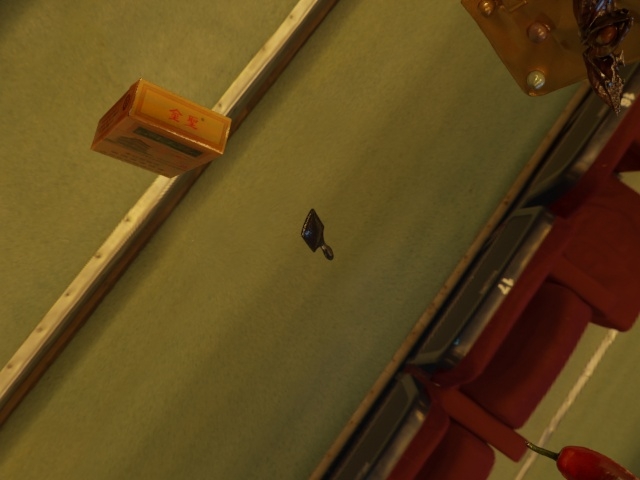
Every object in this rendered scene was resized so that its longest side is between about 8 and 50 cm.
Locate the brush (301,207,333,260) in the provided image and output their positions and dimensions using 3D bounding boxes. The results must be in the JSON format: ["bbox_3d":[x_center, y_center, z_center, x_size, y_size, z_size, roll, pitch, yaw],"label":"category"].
[{"bbox_3d":[0.000,0.000,1.142,0.016,0.193,0.063,16,73,21],"label":"brush"}]

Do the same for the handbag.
[{"bbox_3d":[0.448,-0.422,0.989,0.283,0.401,0.133,46,76,-16],"label":"handbag"}]

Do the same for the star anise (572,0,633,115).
[{"bbox_3d":[0.362,-0.278,0.720,0.053,0.157,0.212,-12,83,22],"label":"star anise"}]

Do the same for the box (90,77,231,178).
[{"bbox_3d":[-0.308,-0.198,1.046,0.174,0.274,0.076,18,76,-32],"label":"box"}]

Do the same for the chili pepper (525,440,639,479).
[{"bbox_3d":[0.558,0.468,1.092,0.137,0.368,0.092,31,80,-6],"label":"chili pepper"}]
